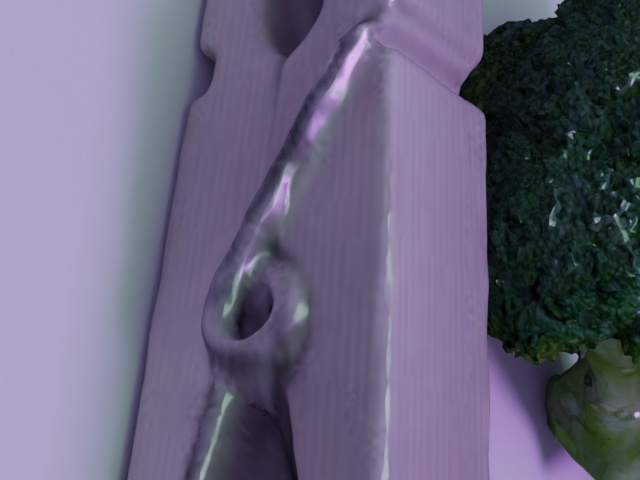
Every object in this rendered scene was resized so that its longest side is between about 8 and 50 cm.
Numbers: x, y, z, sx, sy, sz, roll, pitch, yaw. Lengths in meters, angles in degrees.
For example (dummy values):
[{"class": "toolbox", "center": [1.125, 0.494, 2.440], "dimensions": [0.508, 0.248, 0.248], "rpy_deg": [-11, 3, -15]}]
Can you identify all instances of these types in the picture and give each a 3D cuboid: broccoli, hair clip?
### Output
[{"class": "broccoli", "center": [0.161, -0.002, 0.494], "dimensions": [0.269, 0.254, 0.269], "rpy_deg": [16, 90, -81]}, {"class": "hair clip", "center": [0.003, 0.001, 0.374], "dimensions": [0.085, 0.101, 0.330], "rpy_deg": [24, 63, -43]}]
